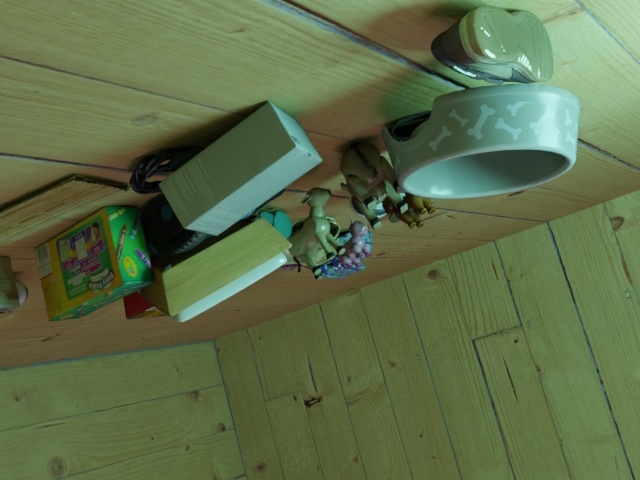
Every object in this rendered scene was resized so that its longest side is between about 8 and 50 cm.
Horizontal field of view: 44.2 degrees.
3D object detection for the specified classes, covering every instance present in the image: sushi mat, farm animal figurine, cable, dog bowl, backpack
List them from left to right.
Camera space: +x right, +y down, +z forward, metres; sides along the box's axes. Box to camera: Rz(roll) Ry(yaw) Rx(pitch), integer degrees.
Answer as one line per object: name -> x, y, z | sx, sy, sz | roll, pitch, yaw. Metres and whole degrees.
sushi mat -> -0.516, -0.052, 1.443 | 0.317, 0.019, 0.151 | -20, 167, 21
cable -> -0.247, -0.128, 1.393 | 0.185, 0.047, 0.150 | -20, 174, 1
backpack -> 0.087, 0.036, 2.454 | 0.173, 0.116, 0.158 | -25, 160, 23
farm animal figurine -> 0.080, -0.094, 1.673 | 0.330, 0.172, 0.326 | -25, 154, -20
dog bowl -> 0.285, -0.160, 1.389 | 0.349, 0.102, 0.349 | -4, 168, -1

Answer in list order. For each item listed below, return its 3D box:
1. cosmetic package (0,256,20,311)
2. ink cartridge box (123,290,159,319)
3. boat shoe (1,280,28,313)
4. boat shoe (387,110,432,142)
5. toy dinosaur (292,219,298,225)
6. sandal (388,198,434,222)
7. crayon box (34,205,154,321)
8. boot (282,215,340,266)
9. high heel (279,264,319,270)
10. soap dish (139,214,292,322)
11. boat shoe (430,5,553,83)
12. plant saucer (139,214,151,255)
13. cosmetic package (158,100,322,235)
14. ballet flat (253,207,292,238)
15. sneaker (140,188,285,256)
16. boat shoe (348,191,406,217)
cosmetic package -> -0.688, 0.094, 1.684 | 0.041, 0.115, 0.060 | -22, 169, 24
ink cartridge box -> -0.402, 0.113, 2.145 | 0.310, 0.130, 0.272 | -24, 165, 41
boat shoe -> -0.767, 0.142, 1.930 | 0.229, 0.080, 0.076 | -23, 173, 39
boat shoe -> 0.228, -0.215, 1.510 | 0.206, 0.075, 0.065 | -11, 172, 2
toy dinosaur -> -0.139, -0.017, 2.052 | 0.093, 0.053, 0.183 | -26, 165, 39
sandal -> 0.266, -0.080, 2.301 | 0.072, 0.049, 0.180 | -6, 166, -41
crayon box -> -0.475, 0.052, 1.637 | 0.279, 0.165, 0.081 | -23, 167, 36
boot -> 0.000, 0.000, 2.236 | 0.262, 0.095, 0.203 | 0, 161, -41
high heel -> -0.015, 0.041, 2.498 | 0.244, 0.082, 0.117 | -1, 152, -40
soap dish -> -0.235, 0.044, 1.664 | 0.291, 0.118, 0.229 | -31, -161, -20
boat shoe -> 0.262, -0.284, 1.171 | 0.092, 0.102, 0.285 | -6, -178, 38
plant saucer -> -0.418, 0.009, 1.815 | 0.259, 0.047, 0.258 | -23, 167, 32
cosmetic package -> -0.130, -0.114, 1.309 | 0.238, 0.107, 0.127 | -37, 164, 10
ballet flat -> -0.137, -0.048, 1.906 | 0.073, 0.080, 0.232 | 11, 175, 19
sneaker -> -0.220, -0.054, 1.573 | 0.341, 0.124, 0.140 | -20, 172, 33
boat shoe -> 0.185, -0.113, 1.905 | 0.255, 0.095, 0.079 | -10, 170, -32
